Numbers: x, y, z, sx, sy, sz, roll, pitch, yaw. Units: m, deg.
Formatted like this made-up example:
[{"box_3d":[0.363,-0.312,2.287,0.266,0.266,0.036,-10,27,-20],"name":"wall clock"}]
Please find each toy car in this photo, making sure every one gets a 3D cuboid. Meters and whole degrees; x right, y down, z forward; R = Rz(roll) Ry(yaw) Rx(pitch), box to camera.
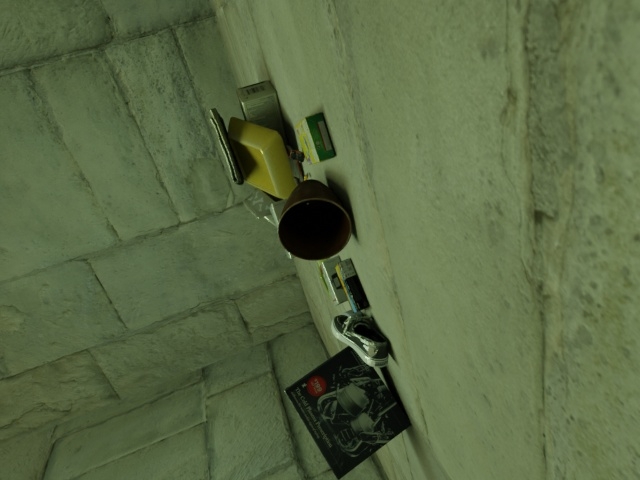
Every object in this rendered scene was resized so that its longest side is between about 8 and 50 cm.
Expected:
[{"box_3d":[-0.079,-0.289,1.664,0.040,0.060,0.122,-66,-25,-53],"name":"toy car"}]

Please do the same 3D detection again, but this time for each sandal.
[{"box_3d":[-0.116,-0.272,1.856,0.102,0.076,0.265,-178,68,-81],"name":"sandal"}]

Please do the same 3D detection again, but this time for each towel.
[{"box_3d":[-0.411,-0.395,1.895,0.312,0.056,0.324,-133,25,-81],"name":"towel"}]

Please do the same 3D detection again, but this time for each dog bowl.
[{"box_3d":[-0.183,-0.120,2.010,0.348,0.102,0.349,35,-172,-6],"name":"dog bowl"}]

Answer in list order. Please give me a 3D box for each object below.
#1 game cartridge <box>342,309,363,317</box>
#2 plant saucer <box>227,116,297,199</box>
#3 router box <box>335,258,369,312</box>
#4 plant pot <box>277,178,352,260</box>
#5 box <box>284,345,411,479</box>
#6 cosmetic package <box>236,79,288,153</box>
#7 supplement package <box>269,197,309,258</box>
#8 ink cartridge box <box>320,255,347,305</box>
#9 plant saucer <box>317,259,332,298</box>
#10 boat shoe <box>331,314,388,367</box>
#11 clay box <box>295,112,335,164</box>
[{"box_3d":[0.150,0.375,1.756,0.297,0.062,0.198,107,146,-77],"name":"game cartridge"},{"box_3d":[-0.258,-0.327,1.840,0.332,0.081,0.333,28,148,38],"name":"plant saucer"},{"box_3d":[0.109,0.163,1.536,0.133,0.046,0.179,104,144,-76],"name":"router box"},{"box_3d":[-0.023,-0.091,1.353,0.230,0.215,0.215,-96,-7,-56],"name":"plant pot"},{"box_3d":[0.089,0.599,1.581,0.343,0.312,0.179,55,167,13],"name":"box"},{"box_3d":[-0.243,-0.508,1.872,0.296,0.153,0.129,81,167,-46],"name":"cosmetic package"},{"box_3d":[-0.058,-0.061,1.572,0.149,0.194,0.203,163,87,-81],"name":"supplement package"},{"box_3d":[0.064,0.162,1.731,0.127,0.072,0.175,112,138,-77],"name":"ink cartridge box"},{"box_3d":[0.034,0.177,2.058,0.188,0.045,0.188,79,167,-48],"name":"plant saucer"},{"box_3d":[0.129,0.310,1.492,0.306,0.113,0.105,-141,49,-63],"name":"boat shoe"},{"box_3d":[-0.021,-0.292,1.280,0.222,0.053,0.127,-141,32,-77],"name":"clay box"}]
